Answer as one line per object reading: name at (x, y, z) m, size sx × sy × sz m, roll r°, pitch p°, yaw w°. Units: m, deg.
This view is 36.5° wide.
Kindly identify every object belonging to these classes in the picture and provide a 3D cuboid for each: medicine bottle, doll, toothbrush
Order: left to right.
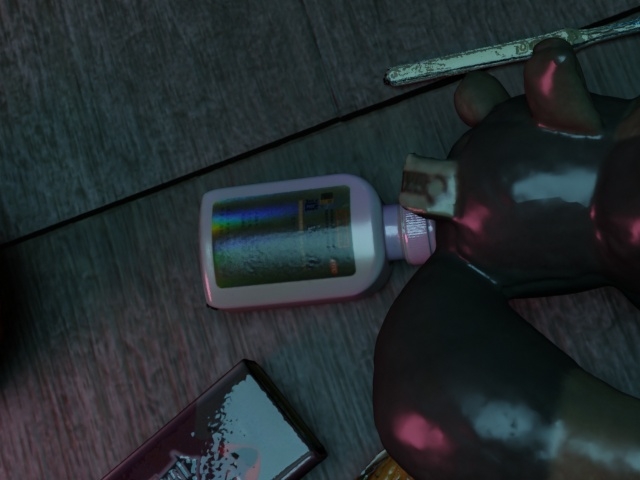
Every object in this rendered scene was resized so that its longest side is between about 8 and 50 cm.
medicine bottle at (0.000, 0.000, 0.893) m, size 0.219 × 0.078 × 0.115 m, roll -6°, pitch 77°, yaw 11°
toothbrush at (0.202, -0.182, 0.913) m, size 0.294 × 0.028 × 0.026 m, roll -11°, pitch 77°, yaw 15°
doll at (0.252, 0.036, 0.731) m, size 0.382 × 0.252 × 0.378 m, roll 12°, pitch 85°, yaw 33°

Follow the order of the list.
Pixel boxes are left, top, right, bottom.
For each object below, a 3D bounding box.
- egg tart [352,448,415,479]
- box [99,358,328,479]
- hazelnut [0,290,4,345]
egg tart at (0.142, 0.285, 0.793) m, size 0.297 × 0.132 × 0.297 m, roll -9°, pitch 67°, yaw 21°
box at (-0.114, 0.222, 0.882) m, size 0.224 × 0.069 × 0.120 m, roll -42°, pitch 74°, yaw 2°
hazelnut at (-0.408, 0.074, 0.876) m, size 0.241 × 0.261 × 0.261 m, roll 30°, pitch 87°, yaw 46°
